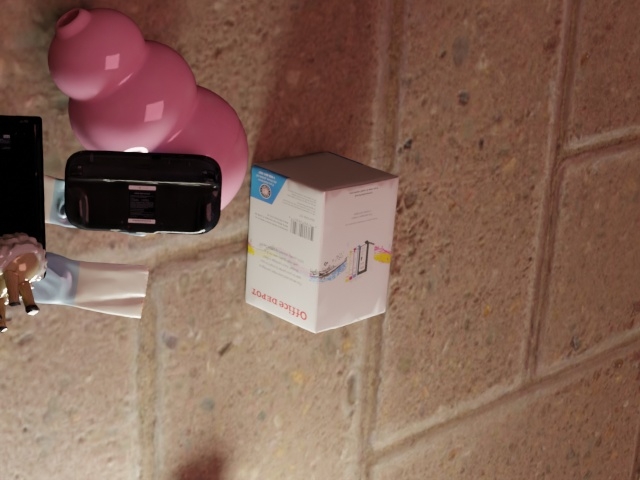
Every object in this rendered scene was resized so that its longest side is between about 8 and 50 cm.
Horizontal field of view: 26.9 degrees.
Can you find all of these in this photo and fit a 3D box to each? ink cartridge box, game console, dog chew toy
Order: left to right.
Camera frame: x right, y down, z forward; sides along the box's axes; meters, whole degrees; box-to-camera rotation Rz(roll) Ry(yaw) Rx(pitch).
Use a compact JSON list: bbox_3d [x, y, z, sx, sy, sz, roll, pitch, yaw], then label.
[{"bbox_3d":[-0.308,-0.050,1.714,0.361,0.044,0.213,2,112,-4],"label":"game console"},{"bbox_3d":[-0.240,-0.170,1.788,0.207,0.206,0.332,-50,127,-19],"label":"dog chew toy"},{"bbox_3d":[0.000,0.000,2.111,0.168,0.171,0.233,-13,116,-42],"label":"ink cartridge box"}]

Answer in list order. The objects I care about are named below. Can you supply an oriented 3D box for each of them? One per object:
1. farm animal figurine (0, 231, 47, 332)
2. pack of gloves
[{"bbox_3d":[-0.515,0.052,1.464,0.326,0.172,0.330,-39,145,28],"label":"farm animal figurine"},{"bbox_3d":[-0.338,-0.006,1.784,0.232,0.046,0.195,9,114,-8],"label":"pack of gloves"}]
